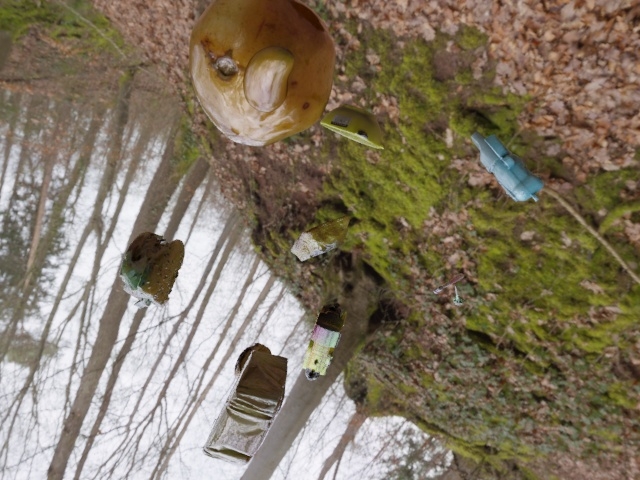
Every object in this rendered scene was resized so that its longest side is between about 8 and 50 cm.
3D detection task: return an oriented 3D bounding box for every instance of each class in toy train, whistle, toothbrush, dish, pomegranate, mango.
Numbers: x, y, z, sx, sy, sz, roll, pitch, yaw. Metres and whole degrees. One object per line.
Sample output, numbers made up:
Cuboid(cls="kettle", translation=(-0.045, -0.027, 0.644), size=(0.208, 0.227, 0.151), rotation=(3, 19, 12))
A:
Cuboid(cls="toy train", translation=(0.007, 0.345, 1.382), size=(0.100, 0.297, 0.161), rotation=(19, -148, 6))
Cuboid(cls="whistle", translation=(0.536, -0.215, 1.199), size=(0.186, 0.093, 0.274), rotation=(17, -143, -57))
Cuboid(cls="toothbrush", translation=(0.483, 0.155, 1.527), size=(0.286, 0.025, 0.020), rotation=(-12, -114, -53))
Cuboid(cls="dish", translation=(0.136, -0.449, 1.582), size=(0.221, 0.109, 0.262), rotation=(11, -164, -47))
Cuboid(cls="pomegranate", translation=(-0.155, -0.468, 1.135), size=(0.416, 0.417, 0.417), rotation=(29, -163, -10))
Cuboid(cls="mango", translation=(-0.114, -0.343, 0.883), size=(0.102, 0.085, 0.184), rotation=(26, 159, -13))

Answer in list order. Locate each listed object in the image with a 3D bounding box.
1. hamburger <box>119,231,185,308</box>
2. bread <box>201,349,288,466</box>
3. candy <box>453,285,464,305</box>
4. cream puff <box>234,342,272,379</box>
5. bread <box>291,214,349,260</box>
Cuboid(cls="hamburger", translation=(-0.590, 0.093, 1.439), size=(0.167, 0.289, 0.192), rotation=(15, 160, 1))
Cuboid(cls="bread", translation=(-0.149, 0.355, 0.886), size=(0.109, 0.210, 0.192), rotation=(28, -168, -5))
Cuboid(cls="candy", translation=(0.332, 0.130, 0.993), size=(0.025, 0.023, 0.083), rotation=(9, 145, 29))
Cuboid(cls="cream puff", translation=(-0.196, 0.381, 1.249), size=(0.104, 0.120, 0.133), rotation=(21, -138, 33))
Cuboid(cls="bread", translation=(0.000, 0.000, 1.289), size=(0.160, 0.088, 0.233), rotation=(-14, 173, -19))
